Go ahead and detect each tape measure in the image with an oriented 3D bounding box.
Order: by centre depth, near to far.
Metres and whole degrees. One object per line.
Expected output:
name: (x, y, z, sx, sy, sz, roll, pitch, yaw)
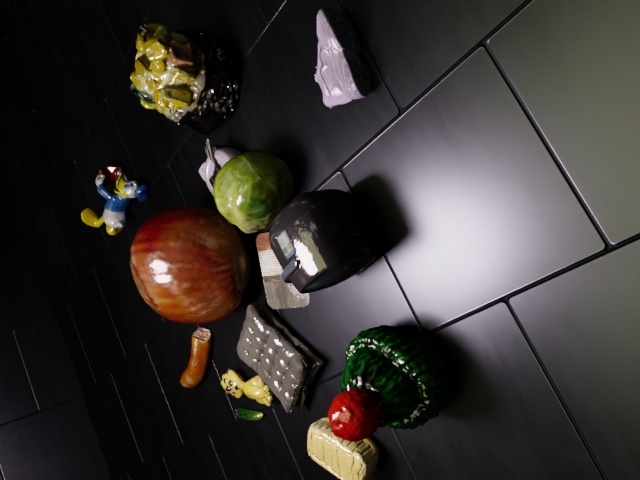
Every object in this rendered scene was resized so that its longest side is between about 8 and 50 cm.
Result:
tape measure: (-0.317, -0.221, 1.766, 0.196, 0.105, 0.178, 52, 130, 24)

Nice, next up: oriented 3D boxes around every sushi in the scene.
sushi: (-0.457, -0.513, 1.711, 0.328, 0.285, 0.328, 39, 125, 32)

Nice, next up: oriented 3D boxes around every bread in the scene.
bread: (0.068, 0.614, 1.574, 0.236, 0.106, 0.139, 18, 110, 41)

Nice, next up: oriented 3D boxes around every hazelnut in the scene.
hazelnut: (-0.420, 0.083, 1.785, 0.421, 0.353, 0.420, 2, 103, 9)

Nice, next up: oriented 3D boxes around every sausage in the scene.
sausage: (-0.488, 0.478, 2.116, 0.103, 0.076, 0.302, 44, 126, 38)

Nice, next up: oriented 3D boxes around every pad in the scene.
pad: (-0.068, 0.086, 1.623, 0.323, 0.055, 0.249, -7, 94, 50)

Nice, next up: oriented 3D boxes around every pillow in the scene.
pillow: (-0.144, 0.373, 1.737, 0.326, 0.101, 0.228, 41, 127, 33)

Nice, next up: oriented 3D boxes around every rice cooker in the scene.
rice cooker: (0.000, 0.000, 1.404, 0.267, 0.267, 0.224, -42, 69, 42)

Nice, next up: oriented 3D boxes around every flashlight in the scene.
flashlight: (-0.165, 0.089, 1.736, 0.110, 0.031, 0.052, 55, 131, 21)

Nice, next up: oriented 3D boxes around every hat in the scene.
hat: (0.137, 0.348, 1.286, 0.274, 0.332, 0.242, 2, 103, 42)

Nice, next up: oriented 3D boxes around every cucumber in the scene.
cucumber: (-0.266, 0.637, 1.959, 0.168, 0.039, 0.039, -9, 93, 44)

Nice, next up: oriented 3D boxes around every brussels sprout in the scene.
brussels sprout: (-0.204, -0.137, 1.602, 0.210, 0.219, 0.271, 35, 143, 24)

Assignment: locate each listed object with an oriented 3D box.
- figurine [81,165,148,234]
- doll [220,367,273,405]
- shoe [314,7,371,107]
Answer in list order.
figurine: (-0.845, -0.195, 2.289, 0.339, 0.205, 0.283, -15, 81, 33)
doll: (-0.260, 0.514, 1.891, 0.291, 0.086, 0.117, -7, 109, 48)
shoe: (0.032, -0.462, 1.372, 0.138, 0.095, 0.244, -19, 92, 43)
